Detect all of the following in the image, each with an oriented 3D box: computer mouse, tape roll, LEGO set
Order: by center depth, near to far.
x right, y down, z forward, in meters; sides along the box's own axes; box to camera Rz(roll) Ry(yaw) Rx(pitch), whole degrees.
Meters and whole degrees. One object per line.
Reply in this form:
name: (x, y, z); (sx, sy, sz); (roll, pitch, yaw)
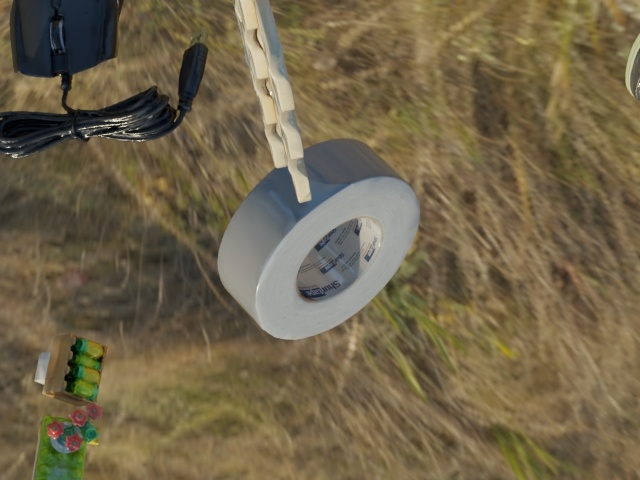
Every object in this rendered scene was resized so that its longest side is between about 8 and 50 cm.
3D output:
LEGO set: (-0.220, 0.189, 1.288); (0.132, 0.107, 0.287); (43, 67, 0)
computer mouse: (-0.181, -0.188, 1.518); (0.184, 0.262, 0.060); (-3, 143, 13)
tape roll: (0.000, 0.000, 1.920); (0.219, 0.219, 0.072); (-47, 58, 3)

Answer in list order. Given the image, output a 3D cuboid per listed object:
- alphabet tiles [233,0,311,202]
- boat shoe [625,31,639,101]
alphabet tiles: (-0.052, -0.176, 1.239); (0.021, 0.284, 0.278); (-14, 60, -3)
boat shoe: (0.297, -0.164, 1.470); (0.056, 0.049, 0.152); (6, 133, -21)
